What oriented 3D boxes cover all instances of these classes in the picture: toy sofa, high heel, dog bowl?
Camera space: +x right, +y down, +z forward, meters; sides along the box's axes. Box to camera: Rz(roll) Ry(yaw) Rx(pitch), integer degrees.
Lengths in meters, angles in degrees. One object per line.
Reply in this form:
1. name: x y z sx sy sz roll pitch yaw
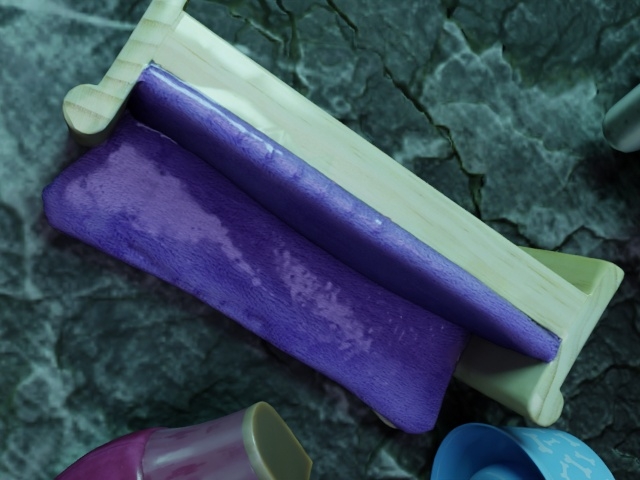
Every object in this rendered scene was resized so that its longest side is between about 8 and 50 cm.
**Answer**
1. toy sofa: 0.000 0.000 0.567 0.362 0.150 0.177 33 84 -14
2. high heel: -0.042 0.288 0.621 0.181 0.127 0.377 -21 105 17
3. dog bowl: 0.159 0.279 0.628 0.074 0.166 0.297 -4 95 -26

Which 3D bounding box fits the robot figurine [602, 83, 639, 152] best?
1. robot figurine: 0.398 -0.120 0.635 0.353 0.200 0.300 -22 84 -12
